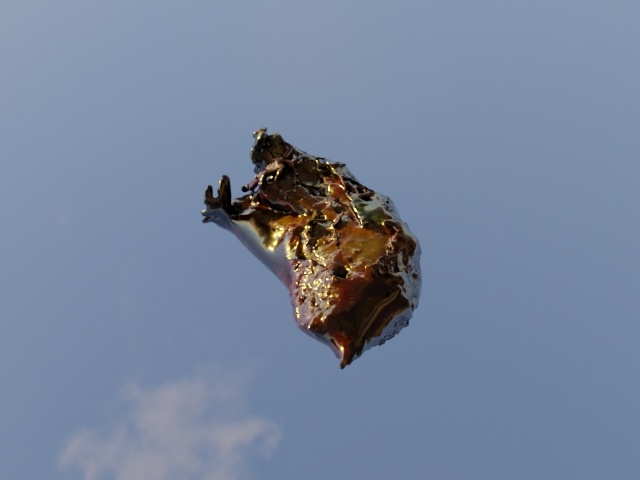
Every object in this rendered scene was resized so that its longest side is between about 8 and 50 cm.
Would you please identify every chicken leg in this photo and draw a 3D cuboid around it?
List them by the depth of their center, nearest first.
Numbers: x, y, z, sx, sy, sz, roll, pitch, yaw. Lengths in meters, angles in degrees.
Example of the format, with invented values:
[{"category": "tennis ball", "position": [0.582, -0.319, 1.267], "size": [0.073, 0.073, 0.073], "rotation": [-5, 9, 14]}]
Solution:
[{"category": "chicken leg", "position": [0.000, 0.000, 0.583], "size": [0.105, 0.063, 0.234], "rotation": [-20, -143, -19]}]
